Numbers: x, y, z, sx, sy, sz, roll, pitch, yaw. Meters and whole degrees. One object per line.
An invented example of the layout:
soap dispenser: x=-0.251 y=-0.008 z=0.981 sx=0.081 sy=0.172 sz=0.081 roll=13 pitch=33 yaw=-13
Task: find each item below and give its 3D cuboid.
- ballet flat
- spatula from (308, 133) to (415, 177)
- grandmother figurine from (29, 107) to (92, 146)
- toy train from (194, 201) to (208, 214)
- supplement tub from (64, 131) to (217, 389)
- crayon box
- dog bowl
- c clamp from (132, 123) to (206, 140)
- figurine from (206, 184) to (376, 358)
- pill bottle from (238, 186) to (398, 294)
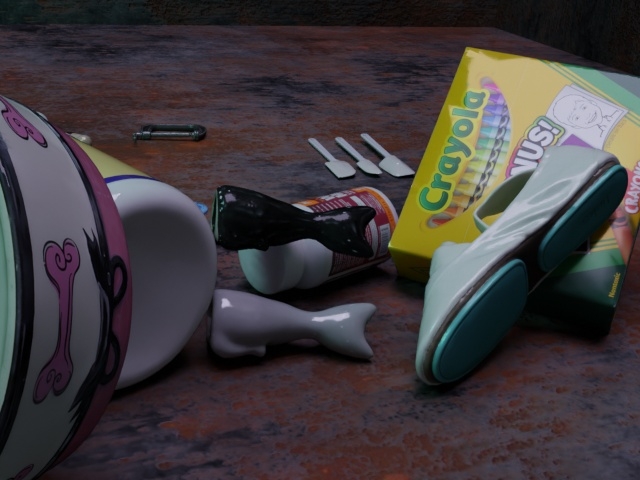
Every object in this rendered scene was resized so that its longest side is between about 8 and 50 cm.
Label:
ballet flat: x=0.225 y=0.018 z=1.094 sx=0.400 sy=0.139 sz=0.139 roll=-43 pitch=45 yaw=-20
spatula: x=0.076 y=-0.173 z=1.784 sx=0.168 sy=0.019 sz=0.242 roll=-8 pitch=25 yaw=-16
grandmother figurine: x=-0.509 y=-0.154 z=1.519 sx=0.208 sy=0.104 sz=0.342 roll=1 pitch=21 yaw=-21
toy train: x=-0.220 y=-0.003 z=1.253 sx=0.105 sy=0.080 sz=0.184 roll=0 pitch=24 yaw=2
supplement tub: x=-0.306 y=0.003 z=1.013 sx=0.241 sy=0.241 sz=0.331 roll=-18 pitch=33 yaw=-42
crayon box: x=0.308 y=-0.086 z=1.257 sx=0.313 sy=0.106 sz=0.363 roll=15 pitch=68 yaw=20
dog bowl: x=-0.334 y=0.049 z=0.753 sx=0.408 sy=0.408 sz=0.150 roll=20 pitch=9 yaw=31
c clamp: x=-0.313 y=-0.223 z=1.811 sx=0.161 sy=0.022 sz=0.137 roll=-3 pitch=20 yaw=-16
figurine: x=-0.030 y=0.045 z=1.073 sx=0.209 sy=0.215 sz=0.092 roll=4 pitch=-19 yaw=-11
pill bottle: x=0.000 y=0.000 z=1.235 sx=0.221 sy=0.121 sz=0.121 roll=-16 pitch=31 yaw=-41
